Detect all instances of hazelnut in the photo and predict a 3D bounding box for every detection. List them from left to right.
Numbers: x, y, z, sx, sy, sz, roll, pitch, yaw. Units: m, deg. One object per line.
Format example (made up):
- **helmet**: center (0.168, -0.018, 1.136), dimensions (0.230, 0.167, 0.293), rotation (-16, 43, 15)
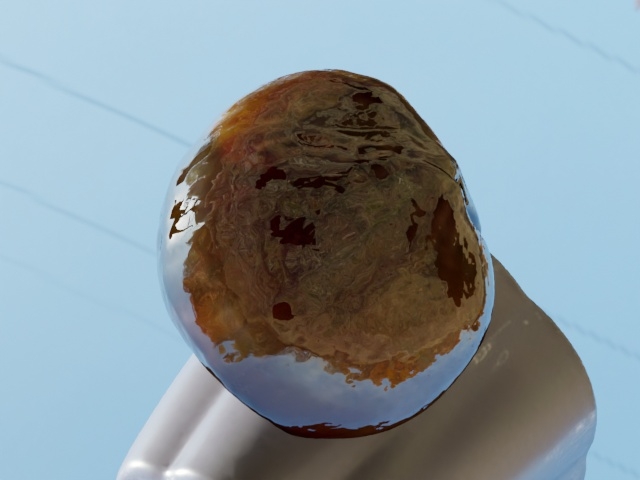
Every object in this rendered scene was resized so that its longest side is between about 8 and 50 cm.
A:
- **hazelnut**: center (0.000, 0.000, 0.852), dimensions (0.178, 0.178, 0.204), rotation (10, -135, -20)

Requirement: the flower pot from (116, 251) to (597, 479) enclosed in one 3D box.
- **flower pot**: center (0.006, 0.148, 1.028), dimensions (0.265, 0.265, 0.243), rotation (43, -125, 9)
